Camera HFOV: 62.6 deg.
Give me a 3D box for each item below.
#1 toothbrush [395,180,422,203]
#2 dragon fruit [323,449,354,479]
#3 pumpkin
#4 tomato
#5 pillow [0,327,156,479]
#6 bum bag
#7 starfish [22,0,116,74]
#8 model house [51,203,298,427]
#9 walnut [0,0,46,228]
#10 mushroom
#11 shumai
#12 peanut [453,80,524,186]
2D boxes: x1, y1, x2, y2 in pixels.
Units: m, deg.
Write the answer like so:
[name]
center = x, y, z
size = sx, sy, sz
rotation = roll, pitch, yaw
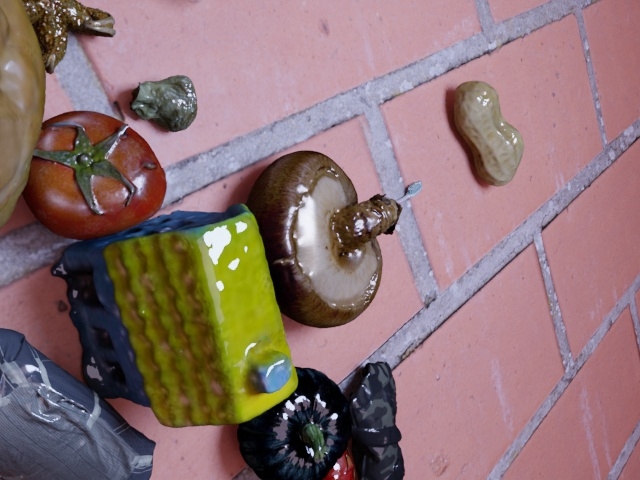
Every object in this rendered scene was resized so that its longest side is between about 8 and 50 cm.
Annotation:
[toothbrush]
center = 0.121, -0.062, 1.056
size = 0.269, 0.021, 0.027
rotation = -31, 132, -34
[dragon fruit]
center = 0.012, 0.379, 0.950
size = 0.094, 0.094, 0.191
rotation = 21, 54, -38
[pumpkin]
center = -0.041, 0.302, 0.860
size = 0.194, 0.150, 0.194
rotation = 25, 45, -27
[tomato]
center = -0.279, -0.077, 0.647
size = 0.167, 0.167, 0.167
rotation = -1, 92, -39
[pillow]
center = -0.330, 0.248, 0.644
size = 0.161, 0.092, 0.335
rotation = -37, 119, -3
[bum bag]
center = 0.110, 0.404, 1.011
size = 0.144, 0.095, 0.341
rotation = -15, 102, -57
[starfish]
center = -0.347, -0.305, 0.635
size = 0.146, 0.074, 0.190
rotation = -42, 116, -32
[model house]
center = -0.157, 0.089, 0.666
size = 0.215, 0.303, 0.237
rotation = -23, 105, -43
[walnut]
center = -0.399, -0.140, 0.451
size = 0.306, 0.306, 0.344
rotation = -4, 84, -39
[mushroom]
center = -0.003, -0.003, 0.873
size = 0.278, 0.163, 0.297
rotation = -27, 107, -27
[shumai]
center = -0.223, -0.193, 0.735
size = 0.082, 0.083, 0.080
rotation = 48, 31, 12
[peanut]
center = 0.387, -0.243, 1.202
size = 0.111, 0.125, 0.274
rotation = -51, 121, -26
